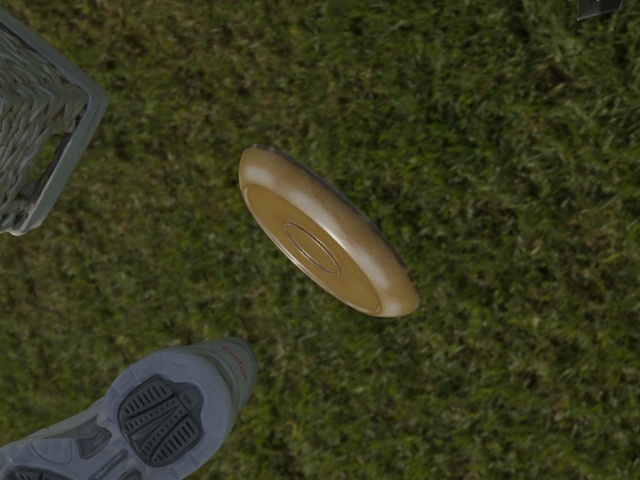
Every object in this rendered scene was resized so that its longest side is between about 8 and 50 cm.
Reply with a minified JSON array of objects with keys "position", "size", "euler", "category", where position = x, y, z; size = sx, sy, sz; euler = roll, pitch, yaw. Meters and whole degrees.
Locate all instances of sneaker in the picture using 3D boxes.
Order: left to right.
[{"position":[-0.125,0.137,0.666],"size":[0.232,0.115,0.090],"euler":[-31,87,24],"category":"sneaker"}]

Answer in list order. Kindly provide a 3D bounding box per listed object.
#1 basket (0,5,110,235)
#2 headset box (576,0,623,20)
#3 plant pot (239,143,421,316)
[{"position":[-0.234,-0.088,0.605],"size":[0.167,0.103,0.113],"euler":[37,107,9],"category":"basket"},{"position":[0.223,-0.293,0.667],"size":[0.110,0.218,0.293],"euler":[17,94,-9],"category":"headset box"},{"position":[0.000,0.000,1.008],"size":[0.236,0.032,0.236],"euler":[39,164,13],"category":"plant pot"}]
